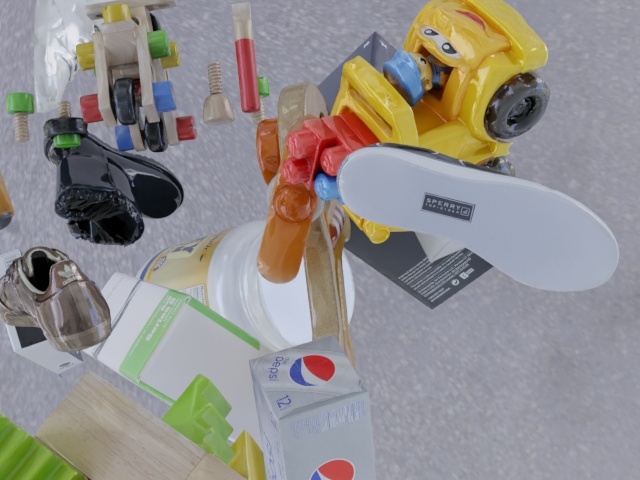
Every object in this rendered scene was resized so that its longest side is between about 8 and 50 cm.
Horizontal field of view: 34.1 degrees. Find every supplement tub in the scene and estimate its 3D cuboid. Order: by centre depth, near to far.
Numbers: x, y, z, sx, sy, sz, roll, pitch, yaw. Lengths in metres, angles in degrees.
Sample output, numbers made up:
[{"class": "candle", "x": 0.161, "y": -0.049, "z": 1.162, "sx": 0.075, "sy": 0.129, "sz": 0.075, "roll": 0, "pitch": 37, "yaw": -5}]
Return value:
[{"class": "supplement tub", "x": -0.124, "y": 0.093, "z": 1.612, "sx": 0.228, "sy": 0.316, "sz": 0.228, "roll": 14, "pitch": 70, "yaw": -42}]

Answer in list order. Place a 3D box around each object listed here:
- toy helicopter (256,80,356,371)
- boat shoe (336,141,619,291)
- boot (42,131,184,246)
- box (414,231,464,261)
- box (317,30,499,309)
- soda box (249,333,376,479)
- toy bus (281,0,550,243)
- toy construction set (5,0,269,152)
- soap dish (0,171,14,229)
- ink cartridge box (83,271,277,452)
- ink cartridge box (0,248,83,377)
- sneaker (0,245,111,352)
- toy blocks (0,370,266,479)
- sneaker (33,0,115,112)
[{"class": "toy helicopter", "x": 0.000, "y": 0.000, "z": 1.140, "sx": 0.140, "sy": 0.235, "sz": 0.355, "roll": -7, "pitch": 85, "yaw": 10}, {"class": "boat shoe", "x": 0.078, "y": -0.018, "z": 0.516, "sx": 0.142, "sy": 0.040, "sz": 0.049, "roll": 20, "pitch": 113, "yaw": 4}, {"class": "boot", "x": -0.286, "y": -0.054, "z": 1.505, "sx": 0.246, "sy": 0.207, "sz": 0.094, "roll": 31, "pitch": 110, "yaw": -37}, {"class": "box", "x": 0.163, "y": -0.043, "z": 1.191, "sx": 0.101, "sy": 0.102, "sz": 0.087, "roll": -21, "pitch": 76, "yaw": -19}, {"class": "box", "x": 0.138, "y": -0.120, "z": 1.744, "sx": 0.312, "sy": 0.343, "sz": 0.179, "roll": 36, "pitch": 125, "yaw": -22}, {"class": "soda box", "x": -0.001, "y": 0.240, "z": 1.042, "sx": 0.091, "sy": 0.098, "sz": 0.286, "roll": -16, "pitch": 124, "yaw": -14}, {"class": "toy bus", "x": 0.072, "y": -0.109, "z": 0.949, "sx": 0.211, "sy": 0.149, "sz": 0.220, "roll": -11, "pitch": 136, "yaw": -31}, {"class": "toy construction set", "x": -0.215, "y": -0.255, "z": 1.367, "sx": 0.309, "sy": 0.257, "sz": 0.237, "roll": -8, "pitch": 84, "yaw": 26}, {"class": "soap dish", "x": -0.396, "y": -0.017, "z": 0.859, "sx": 0.291, "sy": 0.229, "sz": 0.118, "roll": -39, "pitch": 81, "yaw": -17}, {"class": "ink cartridge box", "x": -0.161, "y": 0.144, "z": 1.262, "sx": 0.198, "sy": 0.273, "sz": 0.114, "roll": 36, "pitch": 78, "yaw": -26}, {"class": "ink cartridge box", "x": -0.484, "y": 0.134, "z": 1.810, "sx": 0.065, "sy": 0.332, "sz": 0.165, "roll": -21, "pitch": 78, "yaw": -7}, {"class": "sneaker", "x": -0.221, "y": 0.033, "z": 0.844, "sx": 0.066, "sy": 0.188, "sz": 0.071, "roll": -22, "pitch": 111, "yaw": -31}, {"class": "toy blocks", "x": -0.026, "y": 0.236, "z": 0.635, "sx": 0.190, "sy": 0.261, "sz": 0.381, "roll": -52, "pitch": 148, "yaw": -18}, {"class": "sneaker", "x": -0.422, "y": -0.348, "z": 1.850, "sx": 0.169, "sy": 0.292, "sz": 0.108, "roll": 4, "pitch": 149, "yaw": -14}]
